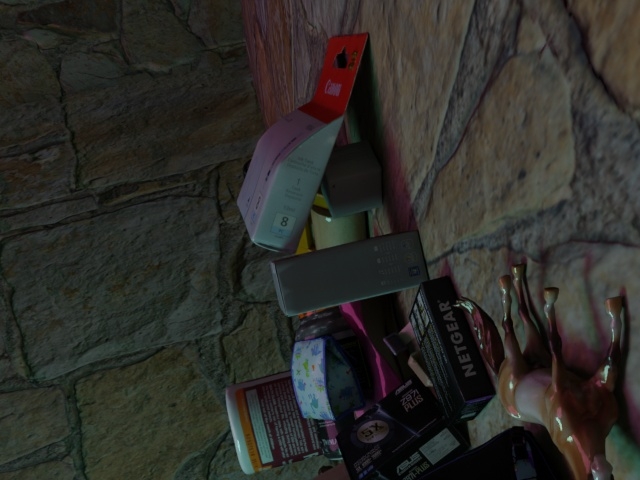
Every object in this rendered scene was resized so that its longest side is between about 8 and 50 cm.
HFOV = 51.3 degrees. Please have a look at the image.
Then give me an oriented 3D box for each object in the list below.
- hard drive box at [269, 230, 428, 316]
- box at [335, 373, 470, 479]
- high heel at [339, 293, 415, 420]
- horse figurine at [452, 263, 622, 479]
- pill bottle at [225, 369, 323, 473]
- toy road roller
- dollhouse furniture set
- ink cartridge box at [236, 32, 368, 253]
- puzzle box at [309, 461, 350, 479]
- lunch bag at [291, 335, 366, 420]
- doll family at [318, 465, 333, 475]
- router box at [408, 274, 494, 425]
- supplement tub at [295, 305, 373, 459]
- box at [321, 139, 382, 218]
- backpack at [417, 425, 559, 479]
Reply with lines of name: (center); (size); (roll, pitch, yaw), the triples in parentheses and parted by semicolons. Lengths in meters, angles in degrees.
hard drive box: (0.039, 0.052, 1.111); (0.181, 0.232, 0.089); (172, 85, -83)
box: (0.128, 0.327, 1.084); (0.077, 0.180, 0.147); (51, -177, -18)
high heel: (0.141, 0.176, 1.282); (0.181, 0.127, 0.376); (-14, 79, 47)
horse figurine: (0.204, 0.119, 0.609); (0.263, 0.066, 0.174); (-149, 53, -77)
pill bottle: (-0.024, 0.429, 1.677); (0.224, 0.393, 0.223); (167, 90, -84)
toy road roller: (-0.002, -0.104, 1.524); (0.330, 0.241, 0.202); (24, 138, 33)
dollhouse furniture set: (0.184, 0.174, 1.105); (0.114, 0.091, 0.081); (52, 123, 17)
ink cartridge box: (-0.047, -0.200, 1.222); (0.308, 0.091, 0.384); (-125, 53, -71)
puzzle box: (0.049, 0.579, 1.251); (0.409, 0.272, 0.052); (50, -167, -35)
lunch bag: (0.006, 0.261, 1.285); (0.129, 0.096, 0.151); (-21, 87, 56)
doll family: (0.096, 0.510, 1.348); (0.263, 0.163, 0.118); (-29, 48, 42)
router box: (0.180, 0.159, 0.945); (0.133, 0.046, 0.178); (91, 164, -62)
supplement tub: (0.066, 0.286, 1.450); (0.207, 0.207, 0.337); (106, 151, -76)
box: (0.055, -0.112, 1.224); (0.102, 0.101, 0.087); (82, 172, -47)
backpack: (0.196, 0.308, 0.701); (0.173, 0.158, 0.117); (60, 174, 28)
